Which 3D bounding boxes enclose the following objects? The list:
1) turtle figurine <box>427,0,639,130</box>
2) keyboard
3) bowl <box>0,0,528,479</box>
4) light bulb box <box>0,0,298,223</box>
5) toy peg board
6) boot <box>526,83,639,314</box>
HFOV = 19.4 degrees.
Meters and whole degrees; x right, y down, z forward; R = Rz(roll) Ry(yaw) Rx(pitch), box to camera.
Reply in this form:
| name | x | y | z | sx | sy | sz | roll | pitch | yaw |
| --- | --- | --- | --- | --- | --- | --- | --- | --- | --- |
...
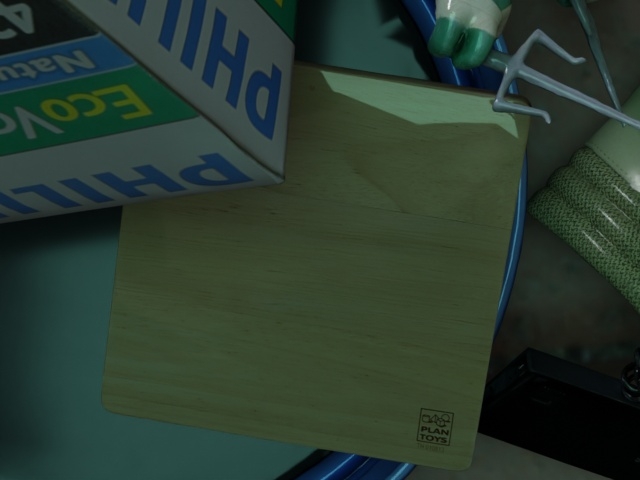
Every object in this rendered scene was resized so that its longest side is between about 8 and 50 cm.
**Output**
| name | x | y | z | sx | sy | sz | roll | pitch | yaw |
| --- | --- | --- | --- | --- | --- | --- | --- | --- | --- |
| turtle figurine | 0.087 | -0.138 | 0.771 | 0.234 | 0.175 | 0.118 | 42 | 112 | 20 |
| keyboard | 0.166 | 0.080 | 0.830 | 0.192 | 0.100 | 0.038 | 20 | 58 | -18 |
| bowl | -0.100 | -0.026 | 0.886 | 0.391 | 0.077 | 0.391 | 0 | 88 | 5 |
| light bulb box | -0.201 | -0.202 | 0.725 | 0.358 | 0.225 | 0.361 | -8 | 66 | 26 |
| toy peg board | 0.000 | 0.000 | 0.810 | 0.161 | 0.079 | 0.161 | 9 | 105 | 5 |
| boot | 0.245 | -0.007 | 0.840 | 0.262 | 0.095 | 0.203 | 38 | 93 | 8 |
